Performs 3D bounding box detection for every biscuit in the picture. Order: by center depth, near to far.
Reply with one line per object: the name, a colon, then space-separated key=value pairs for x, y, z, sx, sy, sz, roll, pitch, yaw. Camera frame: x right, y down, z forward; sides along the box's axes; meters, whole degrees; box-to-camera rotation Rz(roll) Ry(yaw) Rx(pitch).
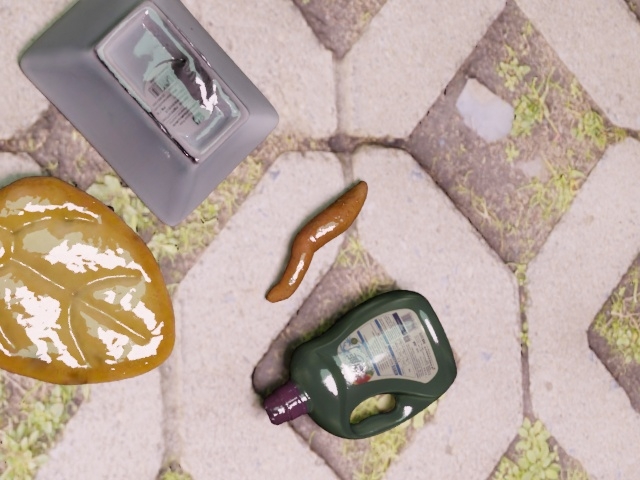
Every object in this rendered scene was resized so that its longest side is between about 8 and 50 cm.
biscuit: x=-0.261 y=0.051 z=1.271 sx=0.260 sy=0.041 sz=0.203 roll=34 pitch=77 yaw=-17

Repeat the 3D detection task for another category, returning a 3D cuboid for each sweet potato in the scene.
sweet potato: x=-0.003 y=-0.003 z=1.383 sx=0.044 sy=0.044 sz=0.179 roll=45 pitch=72 yaw=-16

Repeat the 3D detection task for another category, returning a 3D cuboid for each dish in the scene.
dish: x=-0.165 y=-0.159 z=1.294 sx=0.182 sy=0.080 sz=0.243 roll=-47 pitch=107 yaw=-17

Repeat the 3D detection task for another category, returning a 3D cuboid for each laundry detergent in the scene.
laundry detergent: x=0.039 y=0.155 z=1.377 sx=0.222 sy=0.078 sz=0.144 roll=-29 pitch=104 yaw=-21
